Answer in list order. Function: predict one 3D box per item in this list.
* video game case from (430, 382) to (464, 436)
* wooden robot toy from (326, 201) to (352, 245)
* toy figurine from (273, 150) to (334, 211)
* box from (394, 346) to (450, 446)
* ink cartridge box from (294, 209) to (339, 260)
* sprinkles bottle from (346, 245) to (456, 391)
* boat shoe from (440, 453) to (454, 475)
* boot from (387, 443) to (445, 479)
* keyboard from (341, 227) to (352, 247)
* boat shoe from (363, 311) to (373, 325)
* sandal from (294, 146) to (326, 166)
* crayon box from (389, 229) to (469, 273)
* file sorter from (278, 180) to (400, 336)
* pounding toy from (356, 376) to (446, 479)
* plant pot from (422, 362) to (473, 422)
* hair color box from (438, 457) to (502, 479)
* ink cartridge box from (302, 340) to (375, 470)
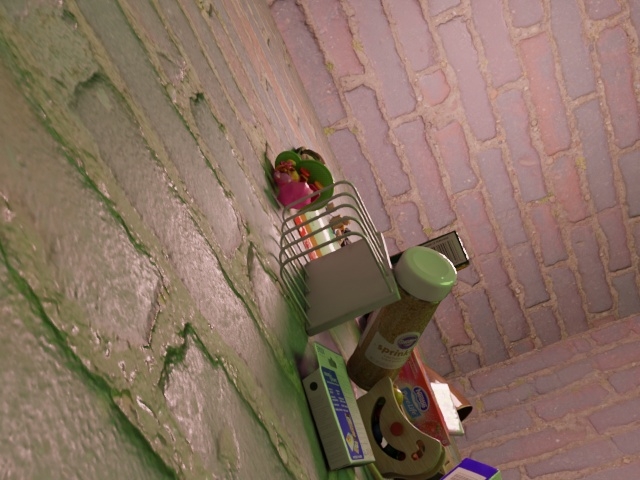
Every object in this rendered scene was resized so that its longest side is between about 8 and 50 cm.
[{"bbox_3d":[0.354,0.551,2.044,0.212,0.193,0.023,-99,-161,-55],"label":"video game case"},{"bbox_3d":[0.077,-0.064,2.164,0.076,0.079,0.173,56,15,-50],"label":"wooden robot toy"},{"bbox_3d":[-0.062,-0.136,1.456,0.173,0.130,0.159,46,19,2],"label":"toy figurine"},{"bbox_3d":[0.246,0.438,1.750,0.154,0.142,0.300,4,65,-81],"label":"box"},{"bbox_3d":[0.000,0.000,1.632,0.225,0.056,0.181,-68,135,-80],"label":"ink cartridge box"},{"bbox_3d":[0.168,0.180,1.346,0.121,0.121,0.356,-102,-153,-49],"label":"sprinkles bottle"},{"bbox_3d":[0.362,0.757,1.808,0.113,0.103,0.303,1,68,-67],"label":"boat shoe"},{"bbox_3d":[0.221,0.559,1.560,0.115,0.112,0.305,32,-17,48],"label":"boot"},{"bbox_3d":[0.111,0.017,2.342,0.317,0.033,0.202,44,26,-72],"label":"keyboard"},{"bbox_3d":[0.198,0.240,1.972,0.355,0.130,0.132,129,-56,-74],"label":"boat shoe"},{"bbox_3d":[-0.028,-0.238,1.924,0.303,0.086,0.120,-94,160,-64],"label":"sandal"},{"bbox_3d":[0.227,0.096,1.745,0.313,0.362,0.106,18,49,-79],"label":"crayon box"},{"bbox_3d":[0.025,0.023,1.271,0.173,0.192,0.278,61,11,-24],"label":"file sorter"},{"bbox_3d":[0.163,0.409,1.272,0.155,0.154,0.270,56,15,-56],"label":"pounding toy"},{"bbox_3d":[0.392,0.562,2.226,0.230,0.215,0.215,57,1,32],"label":"plant pot"},{"bbox_3d":[0.340,0.688,1.379,0.110,0.185,0.339,-2,-73,55],"label":"hair color box"},{"bbox_3d":[0.029,0.295,1.094,0.206,0.045,0.208,48,23,-66],"label":"ink cartridge box"}]
